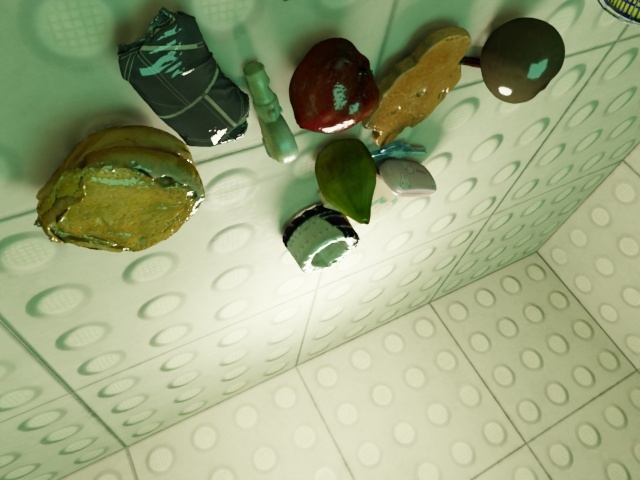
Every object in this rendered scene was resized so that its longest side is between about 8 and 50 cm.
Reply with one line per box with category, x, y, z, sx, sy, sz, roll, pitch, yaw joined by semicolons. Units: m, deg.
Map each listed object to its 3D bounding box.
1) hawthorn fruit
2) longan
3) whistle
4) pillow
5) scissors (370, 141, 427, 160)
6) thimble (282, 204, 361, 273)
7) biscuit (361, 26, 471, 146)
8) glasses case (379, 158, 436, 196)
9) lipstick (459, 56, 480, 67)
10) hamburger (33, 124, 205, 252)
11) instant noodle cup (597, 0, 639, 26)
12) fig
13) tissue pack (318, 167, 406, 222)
hawthorn fruit;0.017;-0.310;1.043;0.185;0.185;0.202;-1;159;-47
longan;0.509;-0.461;1.274;0.197;0.196;0.220;-25;161;-14
whistle;-0.107;-0.259;1.064;0.067;0.126;0.258;-27;141;-7
pillow;-0.233;-0.274;0.913;0.162;0.092;0.335;-35;156;1
scissors;0.245;-0.269;1.493;0.256;0.030;0.125;-12;175;-45
thimble;0.000;0.000;1.598;0.238;0.150;0.237;-25;155;-13
biscuit;0.239;-0.385;1.277;0.270;0.051;0.376;-14;153;-37
glasses case;0.281;-0.194;1.565;0.075;0.113;0.297;-36;164;31
lipstick;0.435;-0.482;1.353;0.177;0.027;0.027;-8;146;-37
hamburger;-0.385;-0.098;0.971;0.319;0.158;0.318;-22;157;-10
instant noodle cup;0.853;-0.706;1.161;0.284;0.284;0.312;-25;146;-14
fig;0.069;-0.158;1.343;0.167;0.233;0.167;-2;-175;0
tissue pack;0.147;-0.150;1.579;0.170;0.071;0.326;-41;152;23
